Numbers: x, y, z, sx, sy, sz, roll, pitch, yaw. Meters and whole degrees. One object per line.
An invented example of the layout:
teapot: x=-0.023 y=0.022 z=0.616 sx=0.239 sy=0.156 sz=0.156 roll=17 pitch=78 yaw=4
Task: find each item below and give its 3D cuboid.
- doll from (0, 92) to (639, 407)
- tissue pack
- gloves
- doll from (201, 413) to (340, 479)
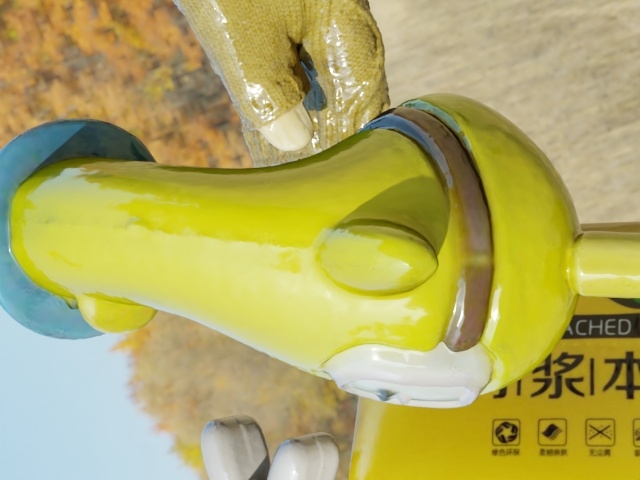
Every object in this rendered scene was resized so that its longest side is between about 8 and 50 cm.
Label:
doll: x=0.000 y=0.000 z=0.616 sx=0.199 sy=0.363 sz=0.145 roll=41 pitch=-127 yaw=-85
tissue pack: x=0.226 y=0.146 z=1.103 sx=0.228 sy=0.382 sz=0.293 roll=66 pitch=-153 yaw=-54
gloves: x=-0.039 y=-0.197 z=1.090 sx=0.203 sy=0.155 sz=0.356 roll=-90 pitch=-20 yaw=-70
doll: x=-0.032 y=0.224 z=1.048 sx=0.161 sy=0.059 sz=0.160 roll=7 pitch=98 yaw=46
